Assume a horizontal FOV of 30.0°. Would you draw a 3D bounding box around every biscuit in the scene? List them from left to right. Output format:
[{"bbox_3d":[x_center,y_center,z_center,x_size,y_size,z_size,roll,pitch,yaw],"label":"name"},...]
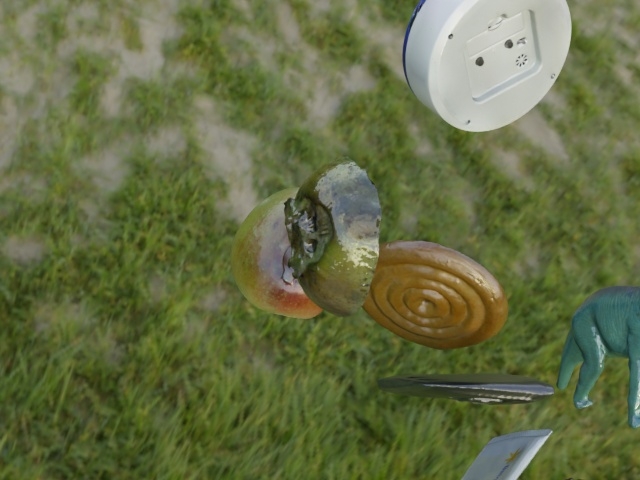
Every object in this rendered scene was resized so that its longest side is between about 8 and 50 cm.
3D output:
[{"bbox_3d":[0.169,0.093,1.896,0.262,0.262,0.037,24,54,-4],"label":"biscuit"}]

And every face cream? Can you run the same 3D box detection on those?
[{"bbox_3d":[0.179,0.300,1.392,0.070,0.114,0.224,49,57,-12],"label":"face cream"}]

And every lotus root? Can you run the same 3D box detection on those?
[{"bbox_3d":[0.001,-0.004,1.550,0.078,0.204,0.183,2,28,-28],"label":"lotus root"}]

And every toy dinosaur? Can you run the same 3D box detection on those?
[{"bbox_3d":[0.397,0.067,1.604,0.129,0.383,0.331,-18,98,-25],"label":"toy dinosaur"}]

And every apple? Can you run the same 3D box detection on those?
[{"bbox_3d":[-0.047,0.017,1.918,0.173,0.188,0.207,5,25,-44],"label":"apple"}]

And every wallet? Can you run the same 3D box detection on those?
[{"bbox_3d":[0.227,0.235,1.892,0.245,0.168,0.052,5,84,-26],"label":"wallet"}]

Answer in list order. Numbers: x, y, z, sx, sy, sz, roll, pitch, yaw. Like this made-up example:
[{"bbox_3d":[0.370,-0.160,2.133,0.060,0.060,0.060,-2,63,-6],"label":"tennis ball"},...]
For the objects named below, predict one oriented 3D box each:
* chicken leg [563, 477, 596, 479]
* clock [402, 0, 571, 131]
[{"bbox_3d":[0.235,0.343,1.241,0.361,0.140,0.212,25,75,-19],"label":"chicken leg"},{"bbox_3d":[0.226,-0.262,1.610,0.230,0.230,0.083,-8,32,-28],"label":"clock"}]
